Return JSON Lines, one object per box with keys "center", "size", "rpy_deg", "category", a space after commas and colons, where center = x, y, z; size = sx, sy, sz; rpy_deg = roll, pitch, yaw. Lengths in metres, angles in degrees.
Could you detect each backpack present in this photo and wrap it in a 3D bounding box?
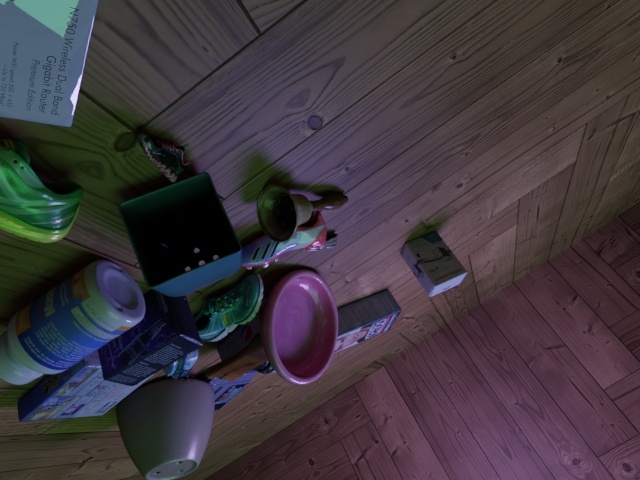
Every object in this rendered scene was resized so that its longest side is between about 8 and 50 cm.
{"center": [-0.412, 0.335, 1.243], "size": [0.084, 0.105, 0.114], "rpy_deg": [7, 129, -48], "category": "backpack"}

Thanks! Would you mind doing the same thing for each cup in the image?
{"center": [-0.512, 0.661, 1.449], "size": [0.331, 0.237, 0.331], "rpy_deg": [-13, 139, -11], "category": "cup"}

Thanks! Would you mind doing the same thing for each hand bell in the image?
{"center": [-0.018, -0.082, 1.001], "size": [0.242, 0.126, 0.126], "rpy_deg": [-18, 151, -47], "category": "hand bell"}

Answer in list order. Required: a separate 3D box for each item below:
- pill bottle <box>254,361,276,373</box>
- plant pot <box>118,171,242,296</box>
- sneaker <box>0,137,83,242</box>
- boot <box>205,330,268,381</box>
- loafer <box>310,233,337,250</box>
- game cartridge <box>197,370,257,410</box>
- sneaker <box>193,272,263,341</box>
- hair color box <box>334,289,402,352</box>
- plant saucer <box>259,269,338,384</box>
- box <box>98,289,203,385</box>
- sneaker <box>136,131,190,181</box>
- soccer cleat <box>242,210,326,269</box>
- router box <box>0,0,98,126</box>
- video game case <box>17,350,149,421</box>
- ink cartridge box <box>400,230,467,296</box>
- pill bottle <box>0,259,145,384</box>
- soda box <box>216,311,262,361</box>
{"center": [-0.178, 0.426, 1.573], "size": [0.123, 0.123, 0.219], "rpy_deg": [-42, 148, 19], "category": "pill bottle"}
{"center": [-0.254, 0.013, 0.842], "size": [0.165, 0.165, 0.234], "rpy_deg": [-23, 166, -13], "category": "plant pot"}
{"center": [-0.463, -0.099, 0.567], "size": [0.123, 0.109, 0.295], "rpy_deg": [-56, 147, -2], "category": "sneaker"}
{"center": [-0.186, 0.394, 1.392], "size": [0.280, 0.096, 0.264], "rpy_deg": [-38, 149, 13], "category": "boot"}
{"center": [0.000, 0.000, 1.178], "size": [0.125, 0.045, 0.039], "rpy_deg": [-6, 125, -48], "category": "loafer"}
{"center": [-0.432, 0.607, 1.686], "size": [0.355, 0.068, 0.230], "rpy_deg": [-45, 143, 23], "category": "game cartridge"}
{"center": [-0.260, 0.189, 1.169], "size": [0.275, 0.107, 0.110], "rpy_deg": [-42, 139, 18], "category": "sneaker"}
{"center": [0.127, 0.345, 1.736], "size": [0.374, 0.113, 0.185], "rpy_deg": [-17, 148, -22], "category": "hair color box"}
{"center": [-0.068, 0.254, 1.278], "size": [0.084, 0.332, 0.332], "rpy_deg": [-7, 166, 36], "category": "plant saucer"}
{"center": [-0.415, 0.228, 1.030], "size": [0.207, 0.153, 0.108], "rpy_deg": [-32, 150, -1], "category": "box"}
{"center": [-0.259, -0.148, 0.716], "size": [0.057, 0.047, 0.119], "rpy_deg": [-35, 158, -5], "category": "sneaker"}
{"center": [-0.101, -0.004, 1.057], "size": [0.248, 0.083, 0.095], "rpy_deg": [-16, 118, -16], "category": "soccer cleat"}
{"center": [-0.363, -0.283, 0.372], "size": [0.301, 0.082, 0.335], "rpy_deg": [-1, 139, -41], "category": "router box"}
{"center": [-0.632, 0.399, 1.184], "size": [0.269, 0.061, 0.244], "rpy_deg": [-38, 151, 13], "category": "video game case"}
{"center": [0.394, 0.079, 1.496], "size": [0.140, 0.190, 0.082], "rpy_deg": [-21, 149, -18], "category": "ink cartridge box"}
{"center": [-0.509, 0.169, 0.857], "size": [0.272, 0.152, 0.152], "rpy_deg": [-32, 150, 3], "category": "pill bottle"}
{"center": [-0.244, 0.329, 1.415], "size": [0.216, 0.074, 0.069], "rpy_deg": [-44, 147, 21], "category": "soda box"}
